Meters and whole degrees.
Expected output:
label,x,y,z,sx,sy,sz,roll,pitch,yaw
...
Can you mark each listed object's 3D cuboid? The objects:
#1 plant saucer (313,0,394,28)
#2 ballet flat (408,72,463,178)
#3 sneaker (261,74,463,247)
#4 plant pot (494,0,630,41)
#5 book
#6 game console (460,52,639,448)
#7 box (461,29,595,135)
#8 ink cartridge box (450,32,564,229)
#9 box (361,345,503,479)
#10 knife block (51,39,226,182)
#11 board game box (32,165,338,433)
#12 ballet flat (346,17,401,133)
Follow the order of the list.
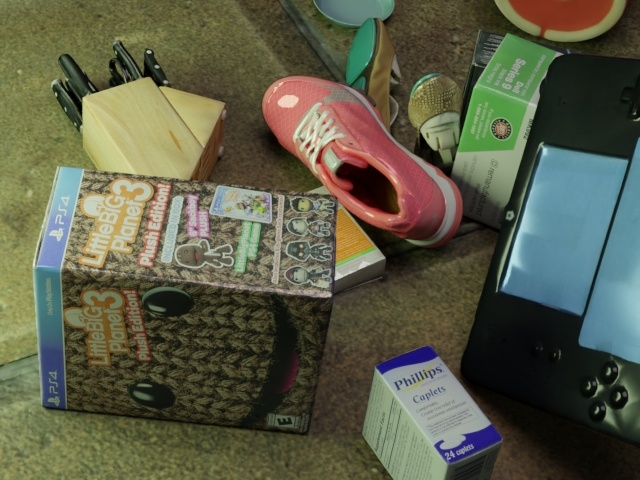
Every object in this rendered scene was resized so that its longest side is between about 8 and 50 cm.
label,x,y,z,sx,sy,sz,roll,pitch,yaw
plant saucer,0.047,-0.340,1.981,0.119,0.021,0.119,5,47,-5
ballet flat,0.149,-0.132,1.688,0.073,0.206,0.067,-20,68,1
sneaker,0.033,-0.111,1.662,0.314,0.116,0.136,40,17,25
plant pot,0.365,-0.438,1.975,0.275,0.275,0.243,15,55,6
book,0.000,0.000,1.649,0.096,0.035,0.144,-20,52,-22
game console,0.311,0.002,1.421,0.060,0.387,0.342,17,0,-41
box,0.273,-0.176,1.775,0.180,0.147,0.077,14,46,3
ink cartridge box,0.318,-0.093,1.659,0.289,0.211,0.121,22,47,12
box,0.112,0.201,1.411,0.072,0.126,0.137,-21,54,-24
knife block,-0.249,-0.128,1.691,0.242,0.088,0.276,14,47,5
board game box,-0.139,0.066,1.427,0.291,0.232,0.141,6,47,-2
ballet flat,0.071,-0.204,1.837,0.073,0.080,0.232,30,46,-20
